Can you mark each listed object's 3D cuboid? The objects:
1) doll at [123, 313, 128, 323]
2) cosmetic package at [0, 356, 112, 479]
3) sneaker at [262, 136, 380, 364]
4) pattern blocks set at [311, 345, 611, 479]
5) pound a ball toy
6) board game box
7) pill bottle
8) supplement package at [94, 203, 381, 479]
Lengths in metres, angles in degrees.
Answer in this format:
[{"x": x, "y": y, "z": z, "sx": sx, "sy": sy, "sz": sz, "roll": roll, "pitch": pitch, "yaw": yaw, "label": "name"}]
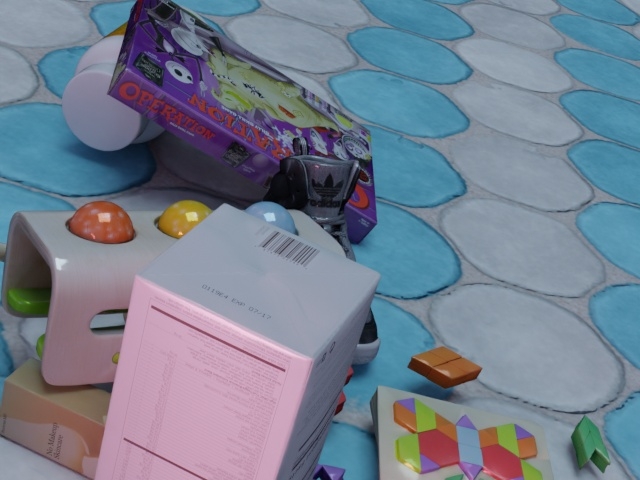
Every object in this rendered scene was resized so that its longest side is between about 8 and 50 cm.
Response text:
[{"x": -0.130, "y": 0.109, "z": 1.020, "sx": 0.129, "sy": 0.046, "sz": 0.189, "roll": -7, "pitch": 37, "yaw": -36, "label": "doll"}, {"x": -0.201, "y": 0.148, "z": 0.905, "sx": 0.115, "sy": 0.060, "sz": 0.041, "roll": 21, "pitch": 28, "yaw": 12, "label": "cosmetic package"}, {"x": 0.000, "y": 0.000, "z": 1.159, "sx": 0.101, "sy": 0.153, "sz": 0.269, "roll": 1, "pitch": 34, "yaw": -25, "label": "sneaker"}, {"x": 0.128, "y": 0.195, "z": 0.997, "sx": 0.324, "sy": 0.026, "sz": 0.285, "roll": 6, "pitch": 37, "yaw": -22, "label": "pattern blocks set"}, {"x": -0.162, "y": 0.012, "z": 0.985, "sx": 0.319, "sy": 0.136, "sz": 0.208, "roll": 0, "pitch": 26, "yaw": -33, "label": "pound a ball toy"}, {"x": -0.082, "y": -0.151, "z": 1.332, "sx": 0.346, "sy": 0.056, "sz": 0.208, "roll": 30, "pitch": 36, "yaw": -23, "label": "board game box"}, {"x": -0.227, "y": -0.204, "z": 1.406, "sx": 0.136, "sy": 0.136, "sz": 0.246, "roll": 20, "pitch": 30, "yaw": 6, "label": "pill bottle"}, {"x": -0.069, "y": 0.123, "z": 0.826, "sx": 0.139, "sy": 0.244, "sz": 0.134, "roll": 25, "pitch": 31, "yaw": 13, "label": "supplement package"}]
